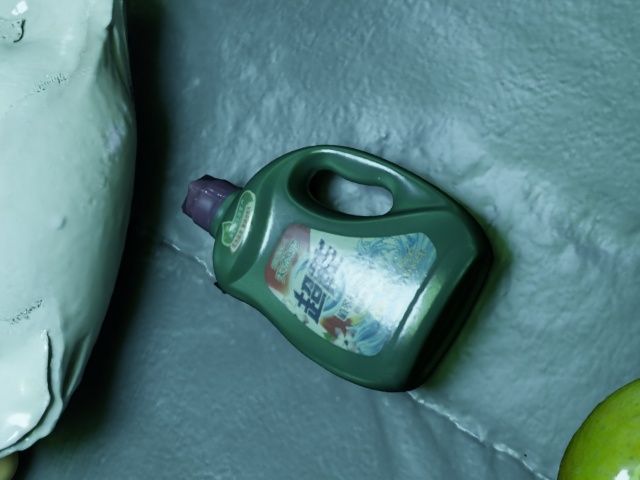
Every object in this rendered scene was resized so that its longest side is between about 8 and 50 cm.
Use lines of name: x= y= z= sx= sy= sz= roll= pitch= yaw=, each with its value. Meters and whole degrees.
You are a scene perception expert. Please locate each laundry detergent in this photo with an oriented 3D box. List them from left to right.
laundry detergent: x=0.000 y=0.000 z=0.933 sx=0.221 sy=0.078 sz=0.144 roll=32 pitch=96 yaw=23

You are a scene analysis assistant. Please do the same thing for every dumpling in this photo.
dumpling: x=-0.260 y=-0.036 z=0.991 sx=0.260 sy=0.181 sz=0.341 roll=8 pitch=111 yaw=31

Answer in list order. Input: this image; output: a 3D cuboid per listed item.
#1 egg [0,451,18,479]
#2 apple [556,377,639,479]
egg: x=-0.270 y=0.164 z=1.030 sx=0.083 sy=0.071 sz=0.071 roll=17 pitch=92 yaw=10
apple: x=0.234 y=0.165 z=0.778 sx=0.196 sy=0.157 sz=0.197 roll=-2 pitch=85 yaw=21
